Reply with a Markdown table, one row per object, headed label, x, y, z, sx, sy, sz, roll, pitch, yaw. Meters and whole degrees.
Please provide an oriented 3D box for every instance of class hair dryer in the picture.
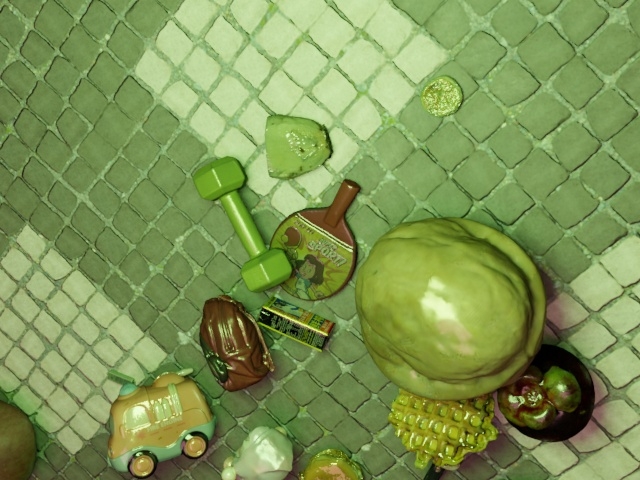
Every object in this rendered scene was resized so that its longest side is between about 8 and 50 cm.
| label | x | y | z | sx | sy | sz | roll | pitch | yaw |
| --- | --- | --- | --- | --- | --- | --- | --- | --- | --- |
| hair dryer | 0.282 | 0.503 | 1.533 | 0.070 | 0.128 | 0.255 | 29 | 135 | 14 |

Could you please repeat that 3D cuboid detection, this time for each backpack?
| label | x | y | z | sx | sy | sz | roll | pitch | yaw |
| --- | --- | --- | --- | --- | --- | --- | --- | --- | --- |
| backpack | -0.202 | 0.226 | 1.512 | 0.139 | 0.229 | 0.229 | -20 | 103 | -9 |

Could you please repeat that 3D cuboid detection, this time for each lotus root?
| label | x | y | z | sx | sy | sz | roll | pitch | yaw |
| --- | --- | --- | --- | --- | --- | --- | --- | --- | --- |
| lotus root | -0.051 | -0.200 | 1.396 | 0.144 | 0.070 | 0.143 | -6 | 106 | 17 |

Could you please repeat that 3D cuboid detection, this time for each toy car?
| label | x | y | z | sx | sy | sz | roll | pitch | yaw |
| --- | --- | --- | --- | --- | --- | --- | --- | --- | --- |
| toy car | -0.399 | 0.437 | 1.620 | 0.271 | 0.180 | 0.212 | -17 | 91 | -17 |

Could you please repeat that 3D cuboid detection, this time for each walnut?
| label | x | y | z | sx | sy | sz | roll | pitch | yaw |
| --- | --- | --- | --- | --- | --- | --- | --- | --- | --- |
| walnut | 0.241 | 0.127 | 1.264 | 0.382 | 0.381 | 0.380 | 5 | 109 | 15 |

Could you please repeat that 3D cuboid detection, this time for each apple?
| label | x | y | z | sx | sy | sz | roll | pitch | yaw |
| --- | --- | --- | --- | --- | --- | --- | --- | --- | --- |
| apple | -0.922 | 0.570 | 1.813 | 0.306 | 0.235 | 0.305 | 4 | 106 | 13 |

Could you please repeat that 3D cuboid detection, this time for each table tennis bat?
| label | x | y | z | sx | sy | sz | roll | pitch | yaw |
| --- | --- | --- | --- | --- | --- | --- | --- | --- | --- |
| table tennis bat | 0.000 | 0.000 | 1.469 | 0.200 | 0.038 | 0.310 | 32 | 116 | 6 |

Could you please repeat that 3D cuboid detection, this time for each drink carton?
| label | x | y | z | sx | sy | sz | roll | pitch | yaw |
| --- | --- | --- | --- | --- | --- | --- | --- | --- | --- |
| drink carton | -0.056 | 0.192 | 1.527 | 0.166 | 0.071 | 0.056 | 22 | 110 | 10 |

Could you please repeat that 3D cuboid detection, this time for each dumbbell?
| label | x | y | z | sx | sy | sz | roll | pitch | yaw |
| --- | --- | --- | --- | --- | --- | --- | --- | --- | --- |
| dumbbell | -0.167 | -0.034 | 1.446 | 0.108 | 0.121 | 0.301 | -27 | 93 | 2 |

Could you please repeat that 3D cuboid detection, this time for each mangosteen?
| label | x | y | z | sx | sy | sz | roll | pitch | yaw |
| --- | --- | --- | --- | --- | --- | --- | --- | --- | --- |
| mangosteen | 0.454 | 0.312 | 1.348 | 0.210 | 0.210 | 0.209 | 5 | 109 | 15 |

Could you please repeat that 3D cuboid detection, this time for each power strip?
| label | x | y | z | sx | sy | sz | roll | pitch | yaw |
| --- | --- | --- | --- | --- | --- | --- | --- | --- | --- |
| power strip | -0.530 | 0.366 | 1.750 | 0.083 | 0.017 | 0.027 | 18 | 110 | 8 |

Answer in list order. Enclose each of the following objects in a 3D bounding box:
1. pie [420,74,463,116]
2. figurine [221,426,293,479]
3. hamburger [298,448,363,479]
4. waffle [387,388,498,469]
| label | x | y | z | sx | sy | sz | roll | pitch | yaw |
| --- | --- | --- | --- | --- | --- | --- | --- | --- | --- |
| pie | 0.239 | -0.284 | 1.312 | 0.084 | 0.021 | 0.084 | 3 | 107 | 11 |
| figurine | -0.150 | 0.543 | 1.612 | 0.133 | 0.200 | 0.276 | 50 | 143 | 14 |
| hamburger | 0.026 | 0.586 | 1.627 | 0.138 | 0.083 | 0.147 | 47 | 110 | 2 |
| waffle | 0.260 | 0.366 | 1.428 | 0.238 | 0.243 | 0.059 | -42 | 131 | 17 |
